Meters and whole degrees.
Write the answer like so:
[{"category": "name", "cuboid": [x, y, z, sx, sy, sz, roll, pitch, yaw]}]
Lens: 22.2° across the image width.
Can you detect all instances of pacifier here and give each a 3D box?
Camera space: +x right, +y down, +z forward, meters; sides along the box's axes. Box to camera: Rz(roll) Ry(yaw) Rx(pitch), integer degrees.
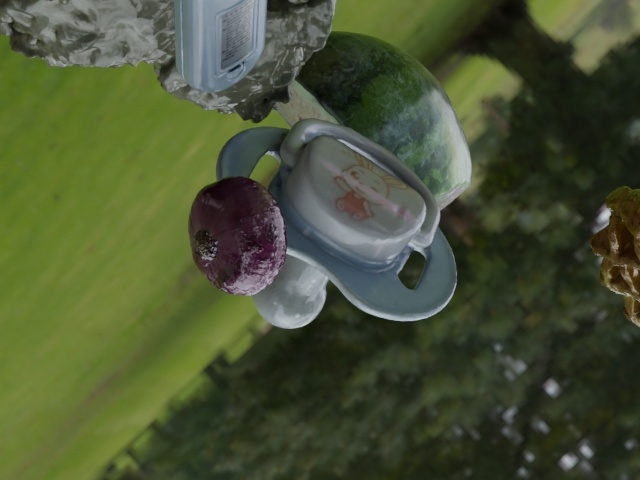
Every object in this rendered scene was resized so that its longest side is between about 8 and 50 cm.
[{"category": "pacifier", "cuboid": [0.000, 0.000, 1.746, 0.226, 0.287, 0.238, -52, -171, 34]}]

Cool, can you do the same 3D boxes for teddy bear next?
[{"category": "teddy bear", "cuboid": [-0.160, -0.263, 1.633, 0.357, 0.367, 0.224, -24, -132, 30]}]

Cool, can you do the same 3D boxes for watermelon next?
[{"category": "watermelon", "cuboid": [0.039, -0.154, 1.950, 0.180, 0.305, 0.224, -49, 165, 29]}]

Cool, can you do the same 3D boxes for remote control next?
[{"category": "remote control", "cuboid": [-0.083, -0.205, 1.404, 0.087, 0.047, 0.244, -32, 160, -17]}]

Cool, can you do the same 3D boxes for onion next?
[{"category": "onion", "cuboid": [-0.075, -0.004, 1.554, 0.104, 0.115, 0.115, -15, 155, -50]}]

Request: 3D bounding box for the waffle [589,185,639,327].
[{"category": "waffle", "cuboid": [0.294, 0.053, 1.143, 0.056, 0.253, 0.249, -42, 170, -15]}]
